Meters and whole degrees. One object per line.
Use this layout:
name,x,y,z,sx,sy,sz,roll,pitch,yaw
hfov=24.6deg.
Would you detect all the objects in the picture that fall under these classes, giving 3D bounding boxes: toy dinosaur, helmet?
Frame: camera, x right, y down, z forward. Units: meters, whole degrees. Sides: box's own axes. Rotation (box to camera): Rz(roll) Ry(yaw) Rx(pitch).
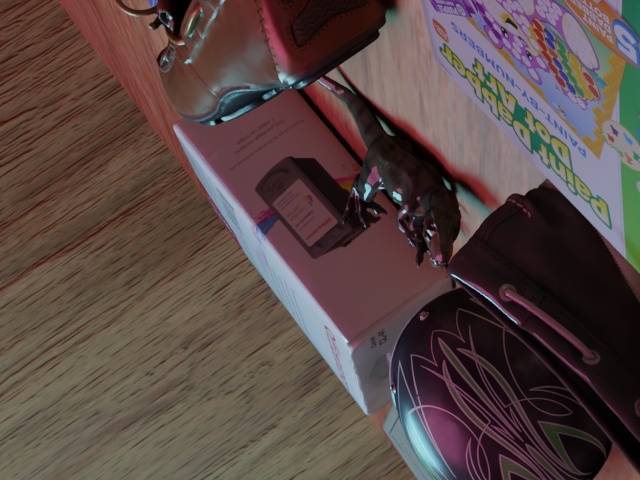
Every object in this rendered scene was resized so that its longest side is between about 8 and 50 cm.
toy dinosaur,0.058,-0.048,1.226,0.268,0.064,0.118,51,158,43
helmet,0.135,0.117,1.081,0.169,0.169,0.161,52,-172,20

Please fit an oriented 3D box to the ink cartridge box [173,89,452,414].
ink cartridge box,0.000,0.000,1.509,0.306,0.131,0.226,50,170,23

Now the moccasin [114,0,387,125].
moccasin,-0.070,-0.177,1.152,0.147,0.139,0.380,57,172,-8

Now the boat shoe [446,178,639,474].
boat shoe,0.202,0.117,0.908,0.335,0.095,0.112,55,172,1

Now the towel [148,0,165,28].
towel,-0.276,-0.406,1.803,0.336,0.040,0.243,55,173,2

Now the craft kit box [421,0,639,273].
craft kit box,0.126,-0.091,0.656,0.250,0.061,0.247,51,174,31

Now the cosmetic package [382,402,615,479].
cosmetic package,0.153,0.174,1.329,0.153,0.129,0.296,52,171,9
